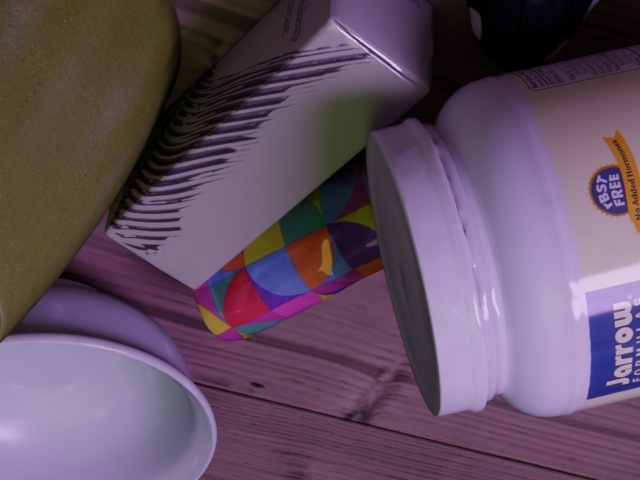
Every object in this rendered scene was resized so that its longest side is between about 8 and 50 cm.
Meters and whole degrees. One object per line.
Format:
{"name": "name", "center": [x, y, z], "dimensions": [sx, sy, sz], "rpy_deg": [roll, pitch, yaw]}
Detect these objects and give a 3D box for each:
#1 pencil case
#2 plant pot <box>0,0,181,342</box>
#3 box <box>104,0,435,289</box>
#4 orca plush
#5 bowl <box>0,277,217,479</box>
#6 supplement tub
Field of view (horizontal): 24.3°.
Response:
{"name": "pencil case", "center": [0.000, 0.000, 1.196], "dimensions": [0.236, 0.104, 0.104], "rpy_deg": [-24, 127, 29]}
{"name": "plant pot", "center": [-0.254, -0.062, 1.022], "dimensions": [0.275, 0.293, 0.275], "rpy_deg": [3, 134, 3]}
{"name": "box", "center": [-0.040, -0.087, 1.104], "dimensions": [0.094, 0.113, 0.275], "rpy_deg": [34, 127, -22]}
{"name": "orca plush", "center": [0.172, -0.208, 0.968], "dimensions": [0.151, 0.102, 0.287], "rpy_deg": [24, 131, -17]}
{"name": "bowl", "center": [-0.242, 0.126, 1.297], "dimensions": [0.298, 0.134, 0.298], "rpy_deg": [-4, 139, -4]}
{"name": "supplement tub", "center": [0.211, -0.013, 1.013], "dimensions": [0.325, 0.235, 0.235], "rpy_deg": [-13, 133, -4]}
